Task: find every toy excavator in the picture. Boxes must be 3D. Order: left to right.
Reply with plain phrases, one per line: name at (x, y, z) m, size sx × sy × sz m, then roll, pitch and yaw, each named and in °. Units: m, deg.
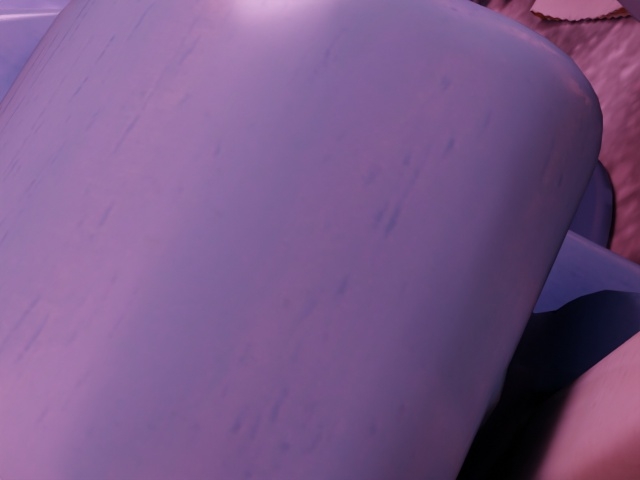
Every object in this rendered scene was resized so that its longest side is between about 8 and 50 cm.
toy excavator at (0.048, 0.052, 0.399) m, size 0.222 × 0.433 × 0.445 m, roll -62°, pitch -3°, yaw -23°

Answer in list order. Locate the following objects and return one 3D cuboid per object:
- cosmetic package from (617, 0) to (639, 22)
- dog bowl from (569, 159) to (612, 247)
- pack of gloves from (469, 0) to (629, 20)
cosmetic package at (0.183, -0.296, 0.560) m, size 0.327 × 0.329 × 0.394 m, roll -58°, pitch 24°, yaw -14°
dog bowl at (0.000, 0.000, 0.794) m, size 0.166 × 0.074 × 0.297 m, roll -55°, pitch 24°, yaw -7°
pack of gloves at (0.136, -0.204, 0.875) m, size 0.232 × 0.046 × 0.195 m, roll -57°, pitch 23°, yaw -11°
